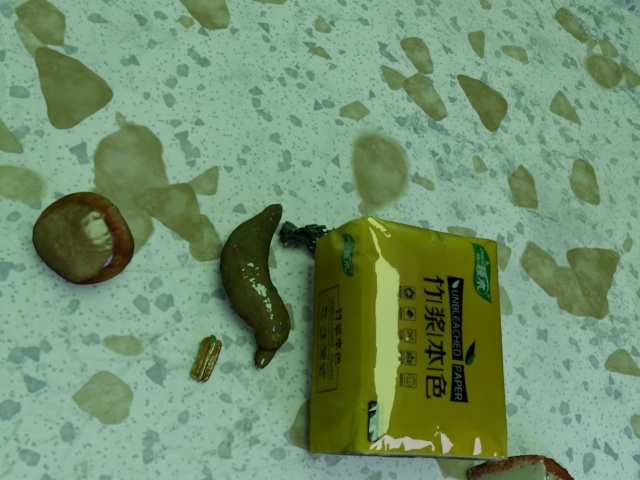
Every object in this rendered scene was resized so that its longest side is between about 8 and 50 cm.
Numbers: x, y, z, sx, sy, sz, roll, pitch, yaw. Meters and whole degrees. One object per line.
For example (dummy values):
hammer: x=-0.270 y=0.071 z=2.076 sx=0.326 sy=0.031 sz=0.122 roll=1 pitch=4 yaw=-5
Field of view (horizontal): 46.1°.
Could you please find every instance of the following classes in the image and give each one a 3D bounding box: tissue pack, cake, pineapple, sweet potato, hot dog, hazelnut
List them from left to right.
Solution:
hazelnut: x=-0.367 y=-0.003 z=1.183 sx=0.150 sy=0.150 sz=0.150 roll=13 pitch=61 yaw=-24
hot dog: x=-0.188 y=0.195 z=1.242 sx=0.037 sy=0.021 sz=0.083 roll=19 pitch=59 yaw=4
sweet potato: x=-0.115 y=0.065 z=1.303 sx=0.124 sy=0.098 sz=0.310 roll=21 pitch=53 yaw=-44
pineapple: x=0.000 y=0.000 z=1.417 sx=0.159 sy=0.074 sz=0.074 roll=13 pitch=61 yaw=-21
tissue pack: x=0.146 y=0.177 z=1.284 sx=0.293 sy=0.228 sz=0.382 roll=10 pitch=70 yaw=-24
cake: x=0.380 y=0.500 z=1.394 sx=0.262 sy=0.159 sz=0.158 roll=41 pitch=43 yaw=-51
